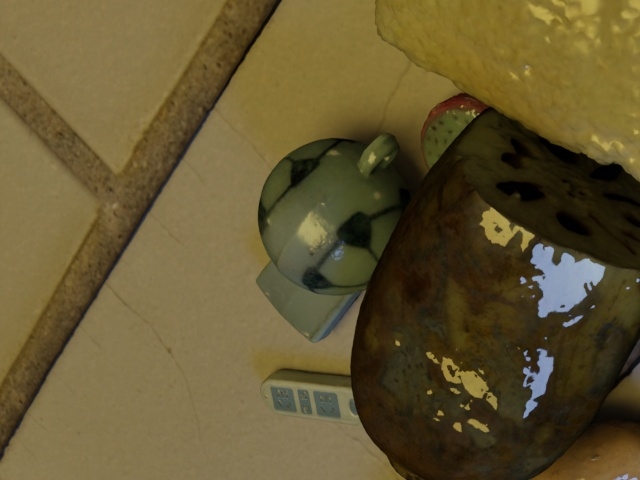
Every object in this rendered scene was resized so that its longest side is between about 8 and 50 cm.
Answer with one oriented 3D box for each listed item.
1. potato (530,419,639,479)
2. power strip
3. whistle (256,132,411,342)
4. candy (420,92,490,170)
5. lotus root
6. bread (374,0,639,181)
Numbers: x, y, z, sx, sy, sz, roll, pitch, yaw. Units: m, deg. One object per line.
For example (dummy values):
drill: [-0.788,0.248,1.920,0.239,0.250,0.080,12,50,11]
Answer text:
potato: [0.258,0.219,1.634,0.147,0.112,0.112,-26,92,35]
power strip: [0.013,0.166,1.845,0.191,0.030,0.048,3,112,37]
whistle: [0.000,0.000,1.700,0.163,0.163,0.290,45,129,13]
candy: [0.142,-0.087,1.628,0.103,0.043,0.103,14,117,30]
lotus root: [0.160,0.069,1.549,0.250,0.250,0.346,35,126,21]
bread: [0.239,-0.193,1.428,0.375,0.165,0.237,34,131,21]
